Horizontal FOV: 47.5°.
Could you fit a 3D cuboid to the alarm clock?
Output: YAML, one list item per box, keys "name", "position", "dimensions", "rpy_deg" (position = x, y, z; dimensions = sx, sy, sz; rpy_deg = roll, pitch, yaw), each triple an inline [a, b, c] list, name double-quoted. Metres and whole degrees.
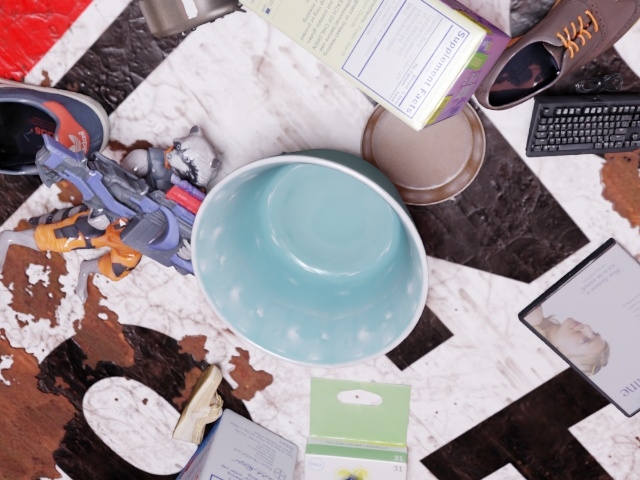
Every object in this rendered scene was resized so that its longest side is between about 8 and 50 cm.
- name: "alarm clock"
  position: [-0.172, -0.295, 0.914]
  dimensions: [0.192, 0.129, 0.064]
  rpy_deg: [0, 120, 37]

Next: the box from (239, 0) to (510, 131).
- name: "box"
  position: [0.071, -0.248, 0.819]
  dimensions: [0.243, 0.213, 0.117]
  rpy_deg: [38, 113, 9]

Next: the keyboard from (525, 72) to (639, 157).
- name: "keyboard"
  position: [0.347, -0.159, 0.924]
  dimensions: [0.180, 0.023, 0.108]
  rpy_deg: [-6, 116, -20]

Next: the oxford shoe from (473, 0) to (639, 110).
- name: "oxford shoe"
  position: [0.309, -0.246, 0.887]
  dimensions: [0.271, 0.098, 0.097]
  rpy_deg: [-39, 104, 20]

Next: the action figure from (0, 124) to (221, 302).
- name: "action figure"
  position: [-0.289, -0.057, 0.991]
  dimensions: [0.330, 0.179, 0.341]
  rpy_deg: [-29, 141, 11]

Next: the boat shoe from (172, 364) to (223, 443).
- name: "boat shoe"
  position: [-0.189, 0.272, 1.193]
  dimensions: [0.059, 0.063, 0.170]
  rpy_deg: [25, 123, -8]

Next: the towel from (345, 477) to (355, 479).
- name: "towel"
  position: [0.028, 0.515, 1.247]
  dimensions: [0.209, 0.034, 0.285]
  rpy_deg: [36, 123, -20]

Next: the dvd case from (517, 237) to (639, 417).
- name: "dvd case"
  position: [0.446, 0.137, 1.080]
  dimensions: [0.253, 0.022, 0.180]
  rpy_deg: [41, 111, -11]

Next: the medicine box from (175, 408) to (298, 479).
- name: "medicine box"
  position: [-0.176, 0.468, 1.148]
  dimensions: [0.149, 0.289, 0.263]
  rpy_deg: [31, 113, -7]

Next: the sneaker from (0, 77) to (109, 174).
- name: "sneaker"
  position: [-0.477, -0.160, 0.988]
  dimensions: [0.350, 0.148, 0.131]
  rpy_deg: [4, 114, 5]

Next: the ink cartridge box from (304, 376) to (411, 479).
- name: "ink cartridge box"
  position: [0.060, 0.344, 1.198]
  dimensions: [0.171, 0.056, 0.235]
  rpy_deg: [4, 116, 6]

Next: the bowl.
- name: "bowl"
  position: [0.000, 0.000, 0.980]
  dimensions: [0.311, 0.163, 0.312]
  rpy_deg: [7, 122, 12]

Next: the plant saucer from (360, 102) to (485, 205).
- name: "plant saucer"
  position: [0.139, -0.131, 0.995]
  dimensions: [0.168, 0.029, 0.168]
  rpy_deg: [3, 115, 6]
